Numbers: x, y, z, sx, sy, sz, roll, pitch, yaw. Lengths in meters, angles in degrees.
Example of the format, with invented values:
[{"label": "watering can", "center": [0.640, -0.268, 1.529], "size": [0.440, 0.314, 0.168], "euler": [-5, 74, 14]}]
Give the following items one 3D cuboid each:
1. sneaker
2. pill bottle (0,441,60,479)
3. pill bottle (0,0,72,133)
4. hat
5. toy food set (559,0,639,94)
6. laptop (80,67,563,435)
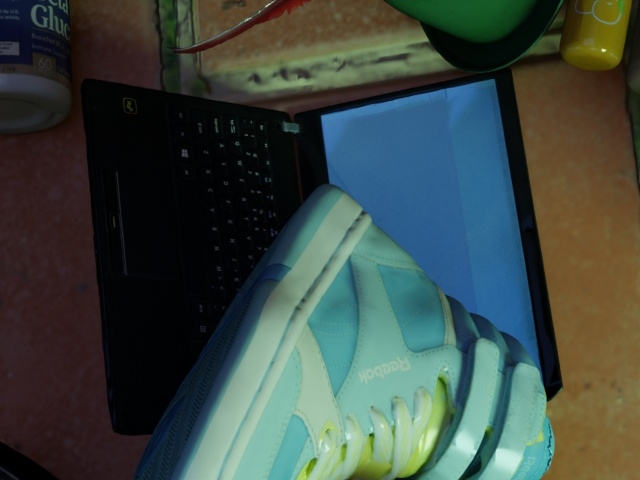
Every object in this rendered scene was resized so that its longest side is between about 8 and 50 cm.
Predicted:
[{"label": "sneaker", "center": [0.029, 0.108, 0.989], "size": [0.208, 0.319, 0.127], "euler": [36, 126, -4]}, {"label": "pill bottle", "center": [-0.246, 0.241, 1.159], "size": [0.123, 0.123, 0.219], "euler": [32, 85, 21]}, {"label": "pill bottle", "center": [-0.226, -0.169, 1.281], "size": [0.094, 0.094, 0.169], "euler": [-8, 73, 14]}, {"label": "hat", "center": [0.041, -0.195, 1.130], "size": [0.173, 0.184, 0.208], "euler": [26, 107, 55]}, {"label": "toy food set", "center": [0.277, -0.141, 1.121], "size": [0.232, 0.111, 0.104], "euler": [7, 78, 20]}, {"label": "laptop", "center": [0.000, 0.000, 1.147], "size": [0.136, 0.264, 0.234], "euler": [-27, 64, 47]}]
